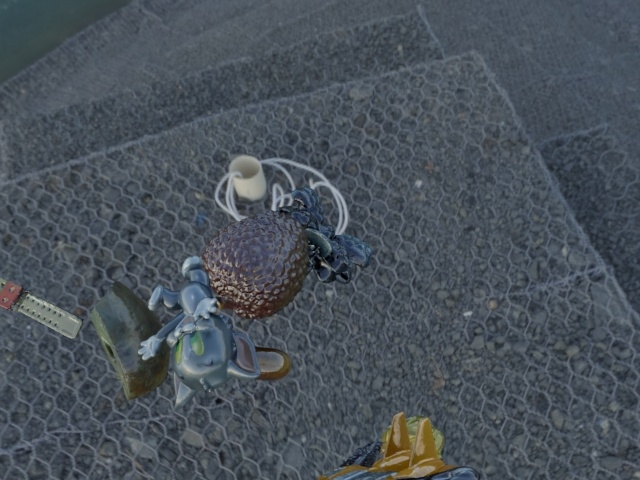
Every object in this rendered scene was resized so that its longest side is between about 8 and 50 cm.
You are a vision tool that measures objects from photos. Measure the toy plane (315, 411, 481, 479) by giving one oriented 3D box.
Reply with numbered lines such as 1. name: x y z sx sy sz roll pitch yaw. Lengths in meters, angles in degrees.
1. toy plane: 0.026 0.326 0.704 0.316 0.204 0.103 -21 97 -34

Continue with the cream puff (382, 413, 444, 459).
1. cream puff: 0.224 0.489 1.371 0.121 0.156 0.156 -21 58 -29

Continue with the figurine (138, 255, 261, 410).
1. figurine: -0.232 0.161 1.056 0.193 0.140 0.265 -30 41 7

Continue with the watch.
1. watch: -0.617 0.109 1.156 0.268 0.165 0.102 26 74 2

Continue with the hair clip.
1. hair clip: -0.005 0.000 1.675 0.310 0.194 0.206 44 40 0

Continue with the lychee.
1. lychee: -0.141 0.054 1.317 0.271 0.236 0.236 -40 64 -19

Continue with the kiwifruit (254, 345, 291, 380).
1. kiwifruit: -0.122 0.264 1.248 0.124 0.075 0.075 10 56 -22

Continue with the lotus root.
1. lotus root: -0.511 0.266 1.601 0.210 0.142 0.314 -41 103 -41
